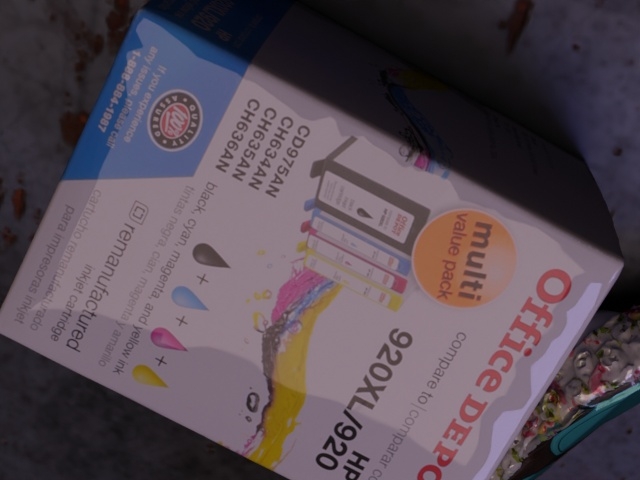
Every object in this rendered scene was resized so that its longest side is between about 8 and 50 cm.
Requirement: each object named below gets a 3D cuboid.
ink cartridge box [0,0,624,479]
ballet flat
[{"bbox_3d":[0.000,0.000,0.629,0.233,0.168,0.171,28,109,-4],"label":"ink cartridge box"},{"bbox_3d":[0.118,0.092,0.724,0.241,0.091,0.077,-42,70,24],"label":"ballet flat"}]
